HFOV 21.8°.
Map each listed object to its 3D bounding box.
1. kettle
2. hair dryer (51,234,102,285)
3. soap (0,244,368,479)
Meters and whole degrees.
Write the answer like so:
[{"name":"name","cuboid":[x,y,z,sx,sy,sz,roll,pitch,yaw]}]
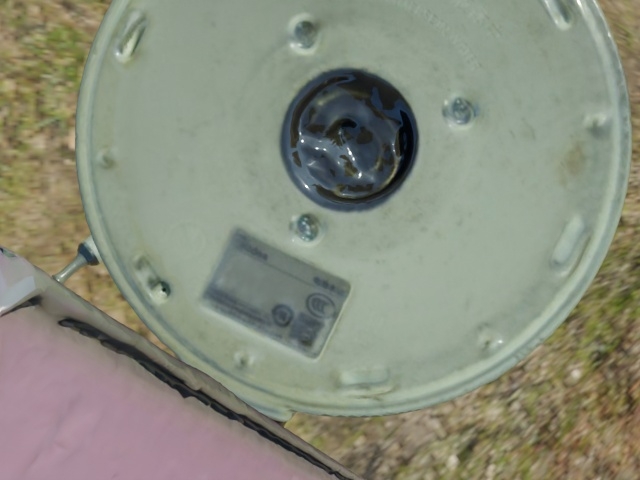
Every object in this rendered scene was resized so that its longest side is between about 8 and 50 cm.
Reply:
[{"name":"kettle","cuboid":[0.000,0.000,0.927,0.250,0.377,0.361,22,92,1]},{"name":"hair dryer","cuboid":[-0.198,-0.019,1.664,0.198,0.100,0.057,-42,45,-14]},{"name":"soap","cuboid":[-0.084,0.113,0.494,0.081,0.259,0.181,27,83,32]}]
